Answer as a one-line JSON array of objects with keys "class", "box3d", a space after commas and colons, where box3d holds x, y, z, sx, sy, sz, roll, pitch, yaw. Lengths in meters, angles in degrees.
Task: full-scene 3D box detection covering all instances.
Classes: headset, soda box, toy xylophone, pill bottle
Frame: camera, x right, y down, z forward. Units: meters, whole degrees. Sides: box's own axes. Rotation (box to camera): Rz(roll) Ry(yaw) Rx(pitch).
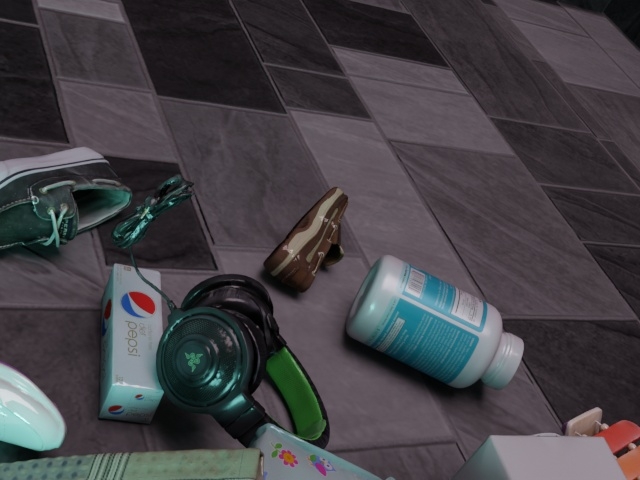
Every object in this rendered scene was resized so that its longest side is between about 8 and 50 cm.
[{"class": "headset", "box3d": [-0.112, 0.110, 1.162, 0.394, 0.185, 0.243, 47, 13, -9]}, {"class": "soda box", "box3d": [-0.252, 0.133, 1.199, 0.069, 0.074, 0.216, 11, 39, -22]}, {"class": "toy xylophone", "box3d": [0.522, 0.373, 1.374, 0.323, 0.081, 0.236, 30, 24, 27]}, {"class": "pill bottle", "box3d": [0.184, 0.140, 1.429, 0.264, 0.146, 0.146, 27, 35, -4]}]

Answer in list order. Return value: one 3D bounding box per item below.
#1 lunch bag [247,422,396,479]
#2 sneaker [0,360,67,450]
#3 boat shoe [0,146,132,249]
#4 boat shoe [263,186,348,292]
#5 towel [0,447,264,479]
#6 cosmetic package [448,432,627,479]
[{"class": "lunch bag", "box3d": [0.005, 0.368, 1.018, 0.262, 0.160, 0.223, 28, 37, -12]}, {"class": "sneaker", "box3d": [-0.438, 0.190, 0.998, 0.305, 0.114, 0.152, 21, 50, -4]}, {"class": "boat shoe", "box3d": [-0.391, -0.050, 1.287, 0.119, 0.121, 0.335, 33, 33, 13]}, {"class": "boat shoe", "box3d": [-0.005, 0.004, 1.528, 0.095, 0.095, 0.257, 43, 42, -4]}, {"class": "towel", "box3d": [-0.217, 0.340, 0.879, 0.324, 0.056, 0.312, -5, 35, 8]}, {"class": "cosmetic package", "box3d": [0.333, 0.445, 1.152, 0.217, 0.156, 0.385, 9, 39, -27]}]
